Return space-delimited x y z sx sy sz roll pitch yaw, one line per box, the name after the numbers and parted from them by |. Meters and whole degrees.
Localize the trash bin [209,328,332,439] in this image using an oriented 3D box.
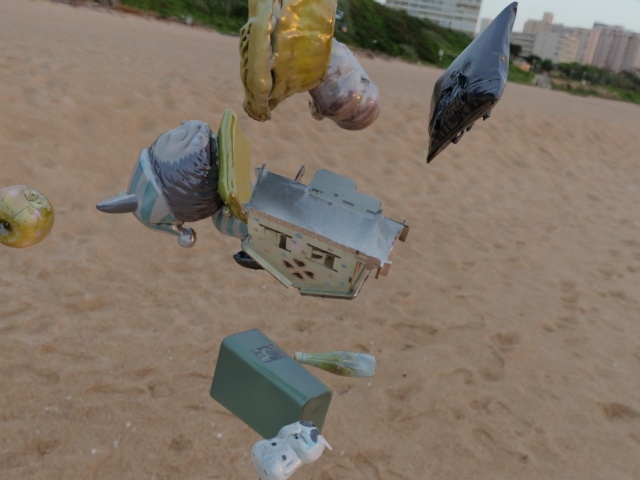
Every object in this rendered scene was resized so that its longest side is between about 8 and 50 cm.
-0.143 0.442 1.687 0.343 0.223 0.158 27 20 34 | trash bin

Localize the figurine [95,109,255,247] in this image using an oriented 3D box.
-0.351 -0.125 1.432 0.377 0.361 0.267 -5 54 7 | figurine

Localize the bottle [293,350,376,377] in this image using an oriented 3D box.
0.046 0.399 1.874 0.269 0.083 0.083 9 18 -8 | bottle

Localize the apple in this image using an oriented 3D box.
-0.660 -0.055 1.256 0.146 0.147 0.146 9 18 -3 | apple

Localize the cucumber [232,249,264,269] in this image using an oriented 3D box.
-0.110 0.051 1.524 0.245 0.067 0.067 -4 22 -19 | cucumber

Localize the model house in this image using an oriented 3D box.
0.000 0.000 1.180 0.325 0.244 0.169 22 54 9 | model house

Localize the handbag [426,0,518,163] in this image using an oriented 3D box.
0.269 -0.275 1.045 0.088 0.211 0.254 22 -24 -10 | handbag

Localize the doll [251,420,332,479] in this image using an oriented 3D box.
-0.074 0.495 1.348 0.180 0.107 0.110 -29 49 -19 | doll

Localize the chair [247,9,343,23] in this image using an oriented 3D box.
-0.074 -0.609 1.440 0.274 0.191 0.204 21 47 -10 | chair

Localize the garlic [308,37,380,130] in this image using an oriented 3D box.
0.037 -0.351 1.335 0.245 0.160 0.245 41 24 -22 | garlic

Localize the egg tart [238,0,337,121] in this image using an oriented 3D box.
-0.051 -0.377 0.923 0.168 0.388 0.388 5 18 -4 | egg tart
